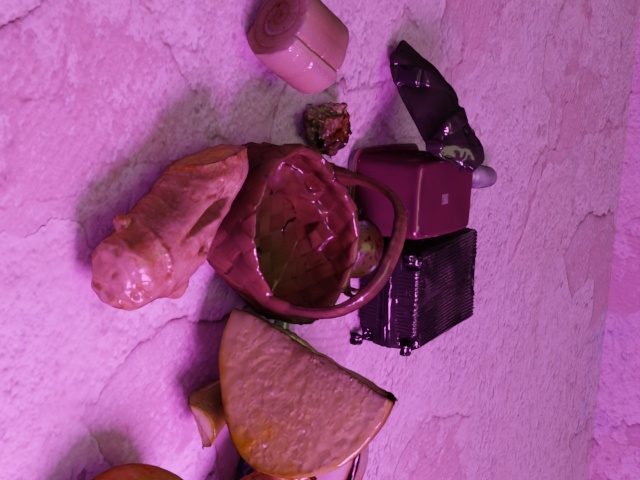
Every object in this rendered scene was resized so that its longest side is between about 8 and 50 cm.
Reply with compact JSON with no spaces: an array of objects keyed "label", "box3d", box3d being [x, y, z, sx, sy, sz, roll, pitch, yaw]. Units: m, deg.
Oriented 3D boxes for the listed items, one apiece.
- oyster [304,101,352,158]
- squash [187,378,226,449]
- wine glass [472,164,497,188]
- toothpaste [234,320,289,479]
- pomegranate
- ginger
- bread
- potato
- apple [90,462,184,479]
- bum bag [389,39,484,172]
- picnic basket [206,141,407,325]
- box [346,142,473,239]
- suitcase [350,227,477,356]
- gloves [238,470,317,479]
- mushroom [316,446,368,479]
[{"label":"oyster","box3d":[0.017,-0.217,1.920,0.177,0.056,0.105,25,85,-61]},{"label":"squash","box3d":[-0.181,0.282,1.731,0.090,0.075,0.200,58,21,-3]},{"label":"wine glass","box3d":[0.358,-0.155,2.436,0.262,0.074,0.074,-5,102,-57]},{"label":"toothpaste","box3d":[-0.101,0.331,1.868,0.098,0.061,0.392,9,90,-15]},{"label":"pomegranate","box3d":[0.050,0.028,1.952,0.148,0.148,0.169,8,89,-57]},{"label":"ginger","box3d":[-0.220,-0.031,1.541,0.354,0.126,0.190,-58,135,-28]},{"label":"bread","box3d":[-0.039,-0.346,1.723,0.141,0.134,0.148,34,62,-50]},{"label":"potato","box3d":[-0.027,0.290,1.715,0.213,0.330,0.280,-59,155,-3]},{"label":"apple","box3d":[-0.268,0.464,1.508,0.246,0.226,0.246,-22,117,-50]},{"label":"bum bag","box3d":[0.232,-0.280,2.064,0.142,0.080,0.326,-9,64,-42]},{"label":"picnic basket","box3d":[0.000,0.000,1.709,0.337,0.337,0.293,51,57,-49]},{"label":"box","box3d":[0.193,-0.097,2.110,0.294,0.167,0.193,-12,110,-55]},{"label":"suitcase","box3d":[0.211,0.092,2.208,0.335,0.152,0.230,-20,116,-55]},{"label":"gloves","box3d":[-0.119,0.507,1.755,0.155,0.203,0.356,44,77,-27]},{"label":"mushroom","box3d":[0.006,0.421,1.947,0.164,0.189,0.267,7,91,-70]}]
